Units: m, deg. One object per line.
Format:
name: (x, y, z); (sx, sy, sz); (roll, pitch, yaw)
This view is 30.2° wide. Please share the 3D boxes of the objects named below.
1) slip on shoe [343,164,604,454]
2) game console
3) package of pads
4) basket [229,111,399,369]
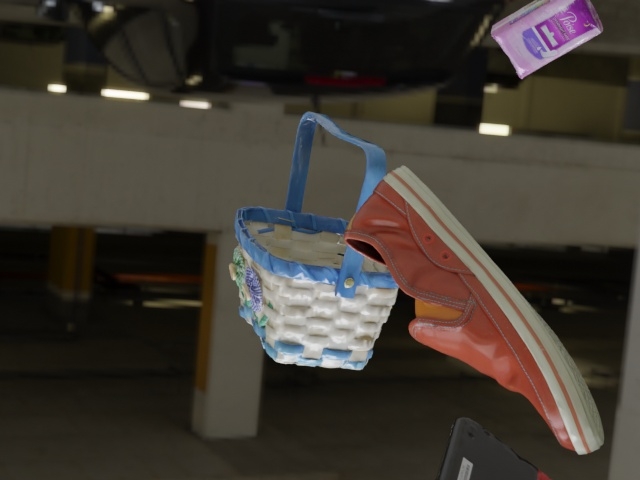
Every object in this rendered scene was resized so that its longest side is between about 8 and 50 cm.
slip on shoe: (0.135, 0.070, 1.069); (0.331, 0.101, 0.123); (51, -176, 32)
game console: (0.294, 0.427, 1.636); (0.342, 0.060, 0.386); (36, -161, 2)
package of pads: (0.192, -0.179, 1.006); (0.083, 0.050, 0.032); (-29, -153, 23)
basket: (0.000, 0.000, 1.474); (0.201, 0.289, 0.255); (11, -168, -20)
